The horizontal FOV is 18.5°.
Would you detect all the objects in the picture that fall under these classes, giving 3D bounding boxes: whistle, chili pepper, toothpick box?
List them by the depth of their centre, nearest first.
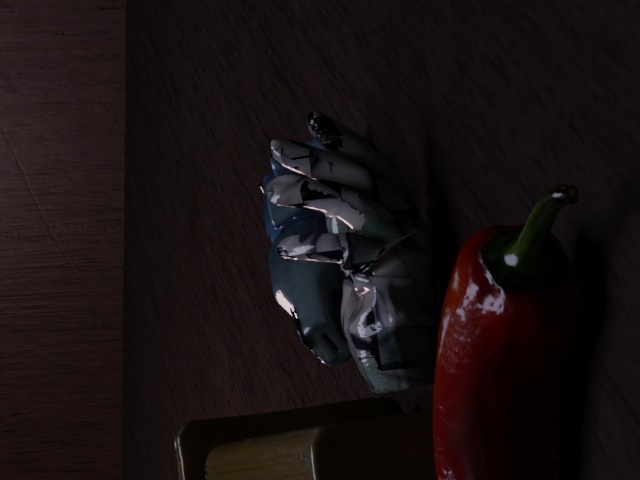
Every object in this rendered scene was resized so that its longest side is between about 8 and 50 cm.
[{"bbox_3d":[0.127,0.125,1.192,0.137,0.092,0.368,25,126,55],"label":"chili pepper"},{"bbox_3d":[0.027,0.204,1.394,0.308,0.187,0.190,155,110,-71],"label":"toothpick box"},{"bbox_3d":[0.000,0.000,1.609,0.180,0.093,0.269,58,-165,-36],"label":"whistle"}]

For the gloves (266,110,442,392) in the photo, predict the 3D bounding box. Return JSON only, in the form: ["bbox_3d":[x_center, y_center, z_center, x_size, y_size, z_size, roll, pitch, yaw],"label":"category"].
[{"bbox_3d":[0.036,0.004,1.469,0.127,0.111,0.212,-13,-87,-62],"label":"gloves"}]
